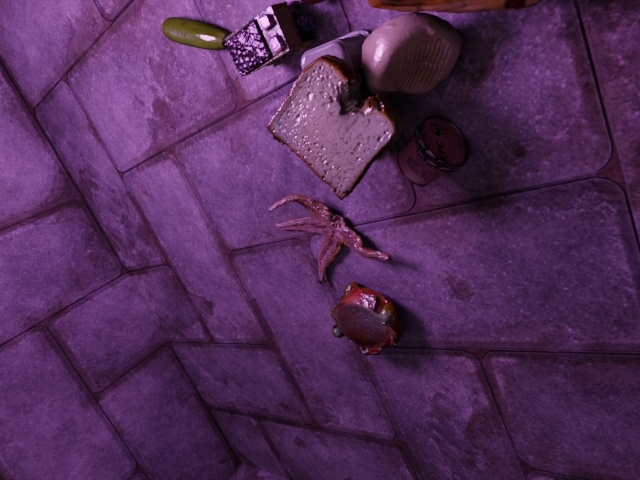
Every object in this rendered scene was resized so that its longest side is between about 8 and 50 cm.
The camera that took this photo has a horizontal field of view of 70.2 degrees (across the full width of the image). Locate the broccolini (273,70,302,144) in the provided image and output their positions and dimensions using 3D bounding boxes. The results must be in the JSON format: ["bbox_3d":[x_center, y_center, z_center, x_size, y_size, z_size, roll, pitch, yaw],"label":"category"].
[{"bbox_3d":[-0.099,-0.405,1.424,0.072,0.057,0.254,7,139,-16],"label":"broccolini"}]

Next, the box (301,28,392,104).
[{"bbox_3d":[0.069,-0.370,1.185,0.176,0.182,0.311,-10,108,29],"label":"box"}]

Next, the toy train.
[{"bbox_3d":[-0.139,-0.561,1.263,0.261,0.177,0.133,-9,111,43],"label":"toy train"}]

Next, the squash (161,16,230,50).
[{"bbox_3d":[-0.415,-0.673,1.481,0.293,0.082,0.082,24,130,25],"label":"squash"}]

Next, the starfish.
[{"bbox_3d":[0.004,-0.009,1.550,0.398,0.132,0.384,38,143,-6],"label":"starfish"}]

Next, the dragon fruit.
[{"bbox_3d":[0.164,0.280,1.602,0.295,0.130,0.268,-17,106,44],"label":"dragon fruit"}]

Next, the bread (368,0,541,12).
[{"bbox_3d":[0.272,-0.614,0.896,0.371,0.191,0.313,5,115,23],"label":"bread"}]

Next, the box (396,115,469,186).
[{"bbox_3d":[0.281,-0.221,1.176,0.151,0.151,0.135,50,145,2],"label":"box"}]

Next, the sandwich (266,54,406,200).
[{"bbox_3d":[0.035,-0.275,1.080,0.273,0.095,0.249,43,123,1],"label":"sandwich"}]

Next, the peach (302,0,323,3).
[{"bbox_3d":[-0.039,-0.668,1.146,0.152,0.152,0.151,20,128,28],"label":"peach"}]

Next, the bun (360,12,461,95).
[{"bbox_3d":[0.202,-0.436,1.065,0.229,0.230,0.145,-55,38,45],"label":"bun"}]
